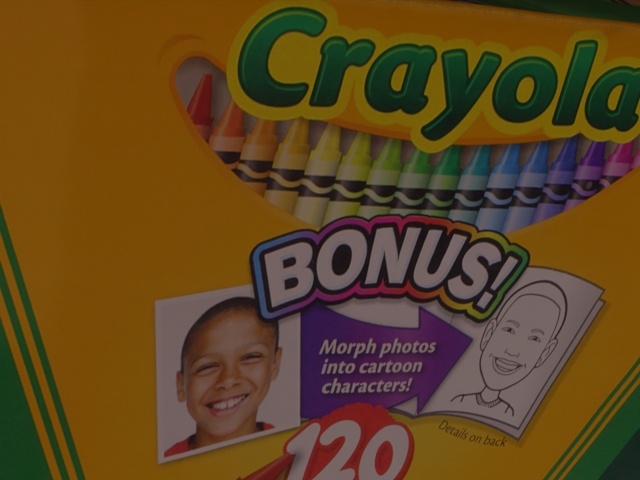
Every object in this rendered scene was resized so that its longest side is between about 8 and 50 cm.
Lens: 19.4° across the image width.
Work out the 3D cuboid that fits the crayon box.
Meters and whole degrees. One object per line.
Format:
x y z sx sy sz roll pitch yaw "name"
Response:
0.000 0.000 0.504 0.278 0.081 0.165 1 115 -33 "crayon box"
